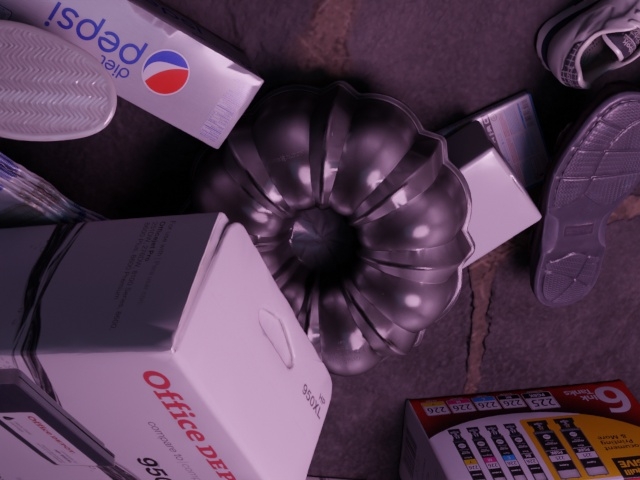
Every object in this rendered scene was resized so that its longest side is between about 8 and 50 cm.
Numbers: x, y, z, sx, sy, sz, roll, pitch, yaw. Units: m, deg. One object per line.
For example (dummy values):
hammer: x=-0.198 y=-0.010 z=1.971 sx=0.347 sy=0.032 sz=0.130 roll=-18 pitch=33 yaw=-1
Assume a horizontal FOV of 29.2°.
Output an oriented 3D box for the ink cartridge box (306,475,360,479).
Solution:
ink cartridge box: x=0.008 y=0.397 z=1.606 sx=0.217 sy=0.092 sz=0.159 roll=8 pitch=115 yaw=-21

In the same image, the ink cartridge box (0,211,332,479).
ink cartridge box: x=-0.226 y=0.131 z=1.223 sx=0.394 sy=0.166 sz=0.285 roll=-4 pitch=138 yaw=25

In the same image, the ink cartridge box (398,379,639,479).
ink cartridge box: x=0.287 y=0.311 z=1.531 sx=0.309 sy=0.272 sz=0.130 roll=-4 pitch=119 yaw=-14

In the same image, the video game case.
video game case: x=0.183 y=-0.090 z=1.436 sx=0.166 sy=0.015 sz=0.119 roll=-25 pitch=122 yaw=-1

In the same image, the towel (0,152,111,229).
towel: x=-0.287 y=-0.010 z=1.266 sx=0.285 sy=0.209 sz=0.034 roll=32 pitch=63 yaw=-28

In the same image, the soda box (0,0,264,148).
soda box: x=-0.203 y=-0.205 z=1.220 sx=0.286 sy=0.098 sz=0.091 roll=28 pitch=106 yaw=-27

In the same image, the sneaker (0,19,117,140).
sneaker: x=-0.333 y=-0.151 z=1.172 sx=0.292 sy=0.169 sz=0.108 roll=9 pitch=90 yaw=-3

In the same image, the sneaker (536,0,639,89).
sneaker: x=0.353 y=-0.252 z=1.351 sx=0.235 sy=0.095 sz=0.090 roll=-41 pitch=118 yaw=7

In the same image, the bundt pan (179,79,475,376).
bundt pan: x=0.000 y=0.000 z=1.297 sx=0.330 sy=0.124 sz=0.331 roll=1 pitch=102 yaw=6

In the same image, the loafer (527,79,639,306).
loafer: x=0.291 y=-0.061 z=1.402 sx=0.109 sy=0.095 sz=0.303 roll=-1 pitch=130 yaw=-14

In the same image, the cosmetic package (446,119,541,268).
cosmetic package: x=0.119 y=-0.020 z=1.401 sx=0.231 sy=0.085 sz=0.117 roll=-33 pitch=120 yaw=10
